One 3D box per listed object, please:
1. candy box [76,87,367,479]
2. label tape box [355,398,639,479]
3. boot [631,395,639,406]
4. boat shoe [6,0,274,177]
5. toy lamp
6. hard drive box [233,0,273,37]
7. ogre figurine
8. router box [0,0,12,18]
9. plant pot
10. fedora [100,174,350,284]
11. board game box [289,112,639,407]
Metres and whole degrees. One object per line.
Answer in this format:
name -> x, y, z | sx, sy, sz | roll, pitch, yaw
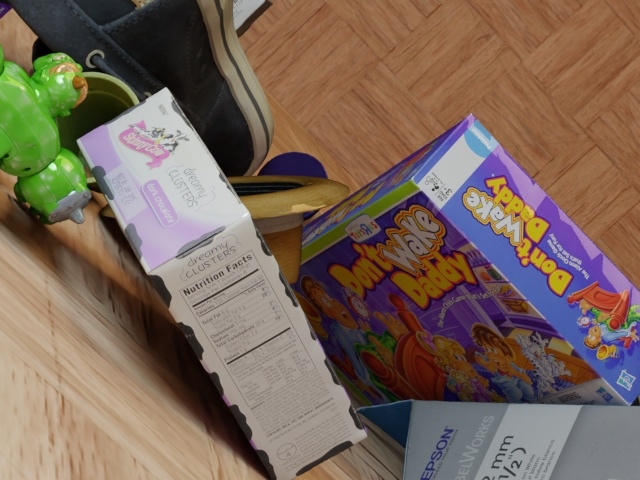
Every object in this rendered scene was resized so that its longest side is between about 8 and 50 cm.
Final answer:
candy box -> -0.061, 0.028, 1.055 | 0.196, 0.070, 0.165 | 62, -4, -37
label tape box -> 0.198, 0.237, 1.344 | 0.348, 0.115, 0.249 | -6, -42, 49
boot -> 0.190, 0.177, 1.502 | 0.176, 0.088, 0.244 | 21, -42, 27
boat shoe -> -0.151, -0.143, 1.402 | 0.187, 0.156, 0.500 | 46, -8, 13
toy lamp -> 0.000, 0.000, 1.668 | 0.080, 0.080, 0.274 | 50, -7, 25
hard drive box -> -0.192, -0.264, 1.715 | 0.232, 0.181, 0.089 | 48, 6, -2
ogre figurine -> -0.190, -0.076, 0.986 | 0.118, 0.097, 0.197 | 35, -39, 57
router box -> -0.327, -0.248, 1.322 | 0.179, 0.046, 0.133 | 52, 7, 37
plant pot -> -0.160, -0.069, 1.227 | 0.083, 0.083, 0.079 | 49, -5, 17
fedora -> -0.067, -0.001, 1.234 | 0.194, 0.194, 0.079 | -78, 165, -82
board game box -> 0.102, 0.055, 1.384 | 0.233, 0.078, 0.347 | 46, -26, -5
